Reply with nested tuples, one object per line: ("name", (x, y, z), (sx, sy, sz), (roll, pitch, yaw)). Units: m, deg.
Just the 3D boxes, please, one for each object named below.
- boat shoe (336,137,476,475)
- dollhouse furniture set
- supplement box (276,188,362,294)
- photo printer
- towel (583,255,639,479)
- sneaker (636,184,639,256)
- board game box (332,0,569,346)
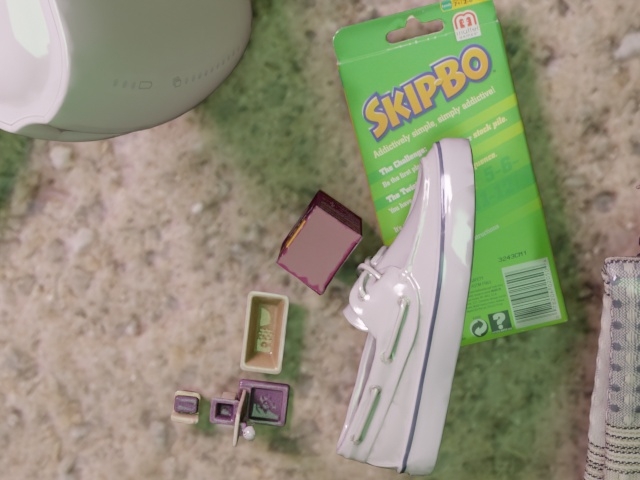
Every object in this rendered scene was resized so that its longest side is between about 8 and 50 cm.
("boat shoe", (0.059, 0.050, 0.877), (0.084, 0.095, 0.258), (7, 101, -1))
("dollhouse furniture set", (-0.068, 0.098, 0.928), (0.091, 0.081, 0.114), (7, 101, 0))
("supplement box", (0.000, 0.000, 0.906), (0.043, 0.083, 0.055), (35, 99, -5))
("photo printer", (-0.157, -0.221, 0.785), (0.107, 0.256, 0.307), (-10, 101, 27))
("towel", (0.351, 0.146, 0.875), (0.312, 0.056, 0.324), (-2, 117, 3))
("sneaker", (0.311, -0.069, 0.872), (0.112, 0.121, 0.299), (-2, 115, -14))
("board game box", (0.099, -0.049, 0.917), (0.124, 0.039, 0.259), (-14, 103, 6))
